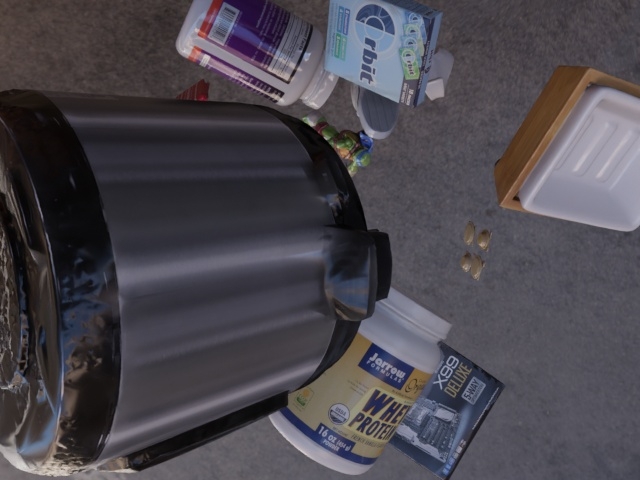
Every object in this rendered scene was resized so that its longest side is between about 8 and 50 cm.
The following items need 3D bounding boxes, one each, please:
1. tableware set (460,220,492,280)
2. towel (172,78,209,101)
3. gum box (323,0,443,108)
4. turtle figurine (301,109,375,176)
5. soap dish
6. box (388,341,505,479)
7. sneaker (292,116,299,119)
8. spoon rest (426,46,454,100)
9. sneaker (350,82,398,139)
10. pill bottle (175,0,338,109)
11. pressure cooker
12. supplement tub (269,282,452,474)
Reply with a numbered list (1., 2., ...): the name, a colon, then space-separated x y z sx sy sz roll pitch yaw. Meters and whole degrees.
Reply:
1. tableware set: 0.418 0.026 1.634 0.020 0.168 0.141 8 100 -10
2. towel: -0.481 -0.424 1.968 0.275 0.198 0.031 -31 119 8
3. gum box: 0.095 -0.322 0.979 0.184 0.041 0.156 31 140 23
4. turtle figurine: 0.025 -0.252 1.806 0.266 0.198 0.274 56 136 43
5. soap dish: 0.430 -0.139 0.937 0.291 0.118 0.228 7 124 -29
6. box: 0.315 0.451 1.636 0.242 0.076 0.307 35 81 -1
7. sneaker: -0.161 -0.212 1.441 0.282 0.115 0.105 -15 117 19
8. spoon rest: 0.318 -0.475 1.718 0.137 0.276 0.084 -13 125 16
9. sneaker: 0.122 -0.313 1.389 0.094 0.258 0.091 7 141 -9
10. pill bottle: -0.122 -0.402 1.254 0.323 0.181 0.181 24 129 -19
11. pressure cooker: -0.147 0.023 0.673 0.369 0.421 0.375 55 130 24
12. supplement tub: 0.072 0.229 1.090 0.228 0.228 0.316 32 92 3
